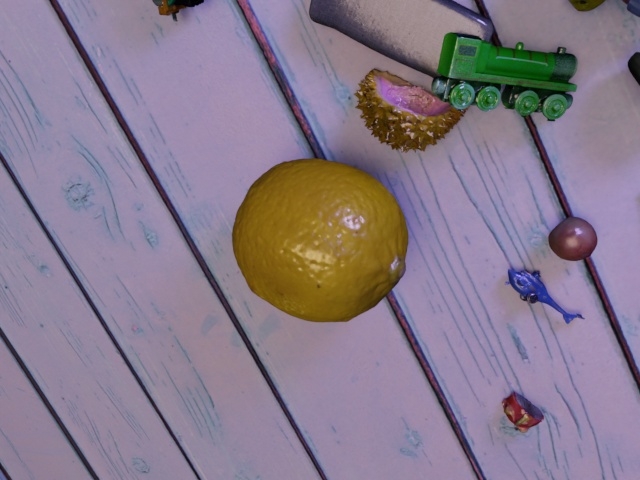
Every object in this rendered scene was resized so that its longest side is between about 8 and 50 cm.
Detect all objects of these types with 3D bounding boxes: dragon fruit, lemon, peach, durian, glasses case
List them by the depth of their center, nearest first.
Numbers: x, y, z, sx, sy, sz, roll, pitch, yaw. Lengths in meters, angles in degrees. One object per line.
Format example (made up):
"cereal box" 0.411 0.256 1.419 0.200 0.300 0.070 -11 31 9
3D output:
"glasses case" 0.139 -0.389 0.985 0.323 0.074 0.131 29 116 8
"peach" 0.459 -0.001 1.014 0.083 0.083 0.083 7 112 18
"durian" 0.157 -0.237 1.034 0.183 0.165 0.132 28 77 -16
"lemon" -0.002 0.000 1.065 0.337 0.336 0.335 7 112 18
"dragon fruit" 0.426 0.372 1.184 0.083 0.060 0.056 40 115 0

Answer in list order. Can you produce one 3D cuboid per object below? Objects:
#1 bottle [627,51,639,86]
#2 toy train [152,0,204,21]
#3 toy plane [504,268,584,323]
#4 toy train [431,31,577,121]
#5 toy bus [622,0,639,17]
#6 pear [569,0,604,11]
"bottle" 0.605 -0.303 0.811 0.156 0.143 0.271 38 124 -26
"toy train" -0.275 -0.529 1.050 0.137 0.091 0.227 11 128 18
"toy plane" 0.435 0.107 1.087 0.167 0.054 0.062 39 93 3
"toy train" 0.308 -0.270 0.923 0.252 0.085 0.119 2 115 -12
"toy bus" 0.467 -0.454 0.705 0.232 0.197 0.294 45 118 11
"pear" 0.424 -0.408 0.867 0.092 0.092 0.096 6 111 18
